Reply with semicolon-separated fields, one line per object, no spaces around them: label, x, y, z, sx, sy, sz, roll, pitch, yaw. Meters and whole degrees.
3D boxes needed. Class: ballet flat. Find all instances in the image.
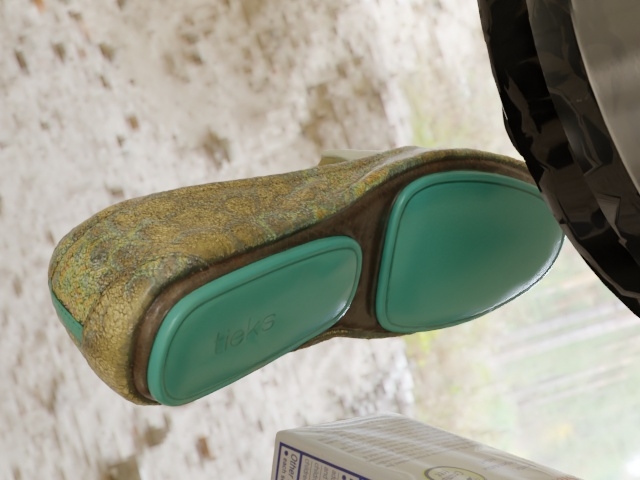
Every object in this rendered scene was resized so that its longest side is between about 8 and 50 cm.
ballet flat;0.000;0.000;0.800;0.348;0.123;0.123;-15;87;-43

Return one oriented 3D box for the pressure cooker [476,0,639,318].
pressure cooker;0.271;-0.133;0.647;0.375;0.420;0.370;23;64;-36

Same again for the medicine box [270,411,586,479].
medicine box;0.098;0.299;1.091;0.149;0.289;0.263;-3;104;-49
